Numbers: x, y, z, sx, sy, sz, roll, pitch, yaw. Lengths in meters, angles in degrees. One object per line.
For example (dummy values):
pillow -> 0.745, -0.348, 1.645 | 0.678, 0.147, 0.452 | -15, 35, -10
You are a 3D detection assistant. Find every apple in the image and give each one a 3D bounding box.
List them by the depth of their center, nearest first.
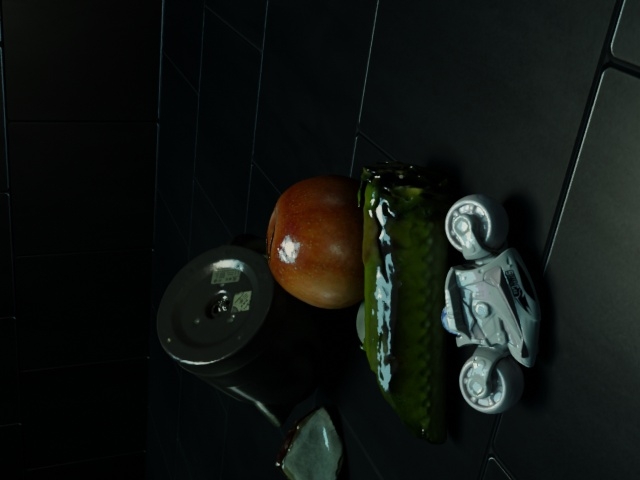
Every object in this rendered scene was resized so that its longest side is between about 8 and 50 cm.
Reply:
apple -> 0.000, 0.000, 1.202 | 0.235, 0.173, 0.210 | 172, 103, -72

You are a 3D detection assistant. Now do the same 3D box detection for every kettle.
kettle -> -0.107, 0.150, 1.398 | 0.324, 0.228, 0.321 | 52, -149, -48

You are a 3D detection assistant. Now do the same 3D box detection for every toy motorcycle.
toy motorcycle -> 0.201, 0.072, 0.882 | 0.112, 0.112, 0.254 | 175, 90, -67

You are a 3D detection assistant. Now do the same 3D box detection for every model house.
model house -> -0.019, 0.397, 1.444 | 0.165, 0.106, 0.152 | -62, 4, -16

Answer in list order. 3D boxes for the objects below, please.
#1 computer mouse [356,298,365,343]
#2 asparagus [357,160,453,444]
computer mouse -> 0.095, 0.120, 1.168 | 0.181, 0.056, 0.089 | -52, 51, 57
asparagus -> 0.115, 0.085, 1.040 | 0.108, 0.128, 0.382 | -34, -57, -74
